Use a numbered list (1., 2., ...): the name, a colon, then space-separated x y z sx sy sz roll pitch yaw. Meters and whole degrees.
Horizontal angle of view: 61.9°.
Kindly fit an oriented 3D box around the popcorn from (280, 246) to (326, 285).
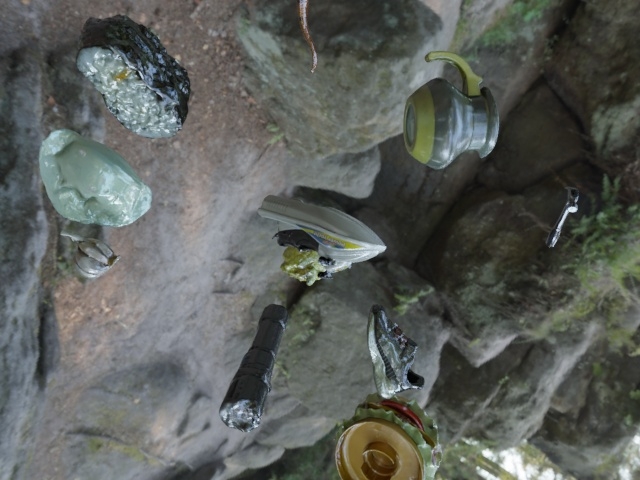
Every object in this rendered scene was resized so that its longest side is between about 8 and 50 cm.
1. popcorn: -0.035 0.060 1.684 0.174 0.142 0.173 -11 114 -27

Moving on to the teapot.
1. teapot: 0.186 -0.187 0.771 0.130 0.120 0.165 -123 -150 -79

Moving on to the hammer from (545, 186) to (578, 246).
1. hammer: 0.862 -0.077 1.915 0.289 0.037 0.137 85 22 -53

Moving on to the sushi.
1. sushi: -0.486 -0.434 1.422 0.350 0.211 0.170 53 38 -46

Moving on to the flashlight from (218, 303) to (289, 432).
1. flashlight: -0.152 0.300 1.349 0.424 0.103 0.103 -74 -175 -65

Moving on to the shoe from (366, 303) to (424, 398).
1. shoe: 0.170 0.249 1.205 0.099 0.112 0.227 -44 127 -66

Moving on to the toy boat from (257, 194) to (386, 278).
1. toy boat: -0.002 -0.008 1.058 0.141 0.270 0.140 -31 140 -31

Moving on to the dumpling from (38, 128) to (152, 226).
1. dumpling: -0.718 -0.198 1.736 0.270 0.321 0.212 -56 174 34

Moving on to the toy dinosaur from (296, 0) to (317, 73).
1. toy dinosaur: -0.037 -0.645 1.266 0.208 0.097 0.432 -76 152 -46

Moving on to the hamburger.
1. hamburger: 0.182 0.539 1.405 0.212 0.275 0.274 -23 139 -64

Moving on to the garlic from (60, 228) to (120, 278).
1. garlic: -0.753 0.039 1.712 0.127 0.131 0.194 -49 118 -11
